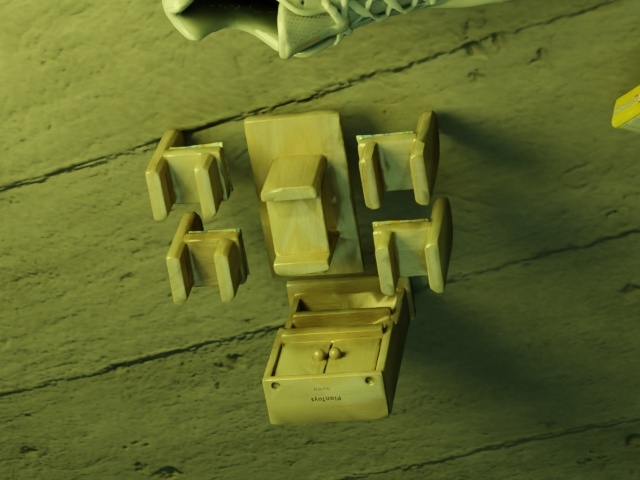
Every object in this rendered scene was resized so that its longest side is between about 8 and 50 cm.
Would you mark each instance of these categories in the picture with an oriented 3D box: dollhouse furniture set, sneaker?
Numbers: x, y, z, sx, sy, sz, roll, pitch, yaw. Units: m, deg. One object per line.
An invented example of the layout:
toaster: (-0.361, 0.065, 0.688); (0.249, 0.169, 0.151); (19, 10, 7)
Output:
dollhouse furniture set: (0.000, 0.000, 1.547); (0.212, 0.161, 0.242); (-4, 118, 11)
sneaker: (0.017, -0.168, 1.312); (0.262, 0.121, 0.099); (1, 142, 5)

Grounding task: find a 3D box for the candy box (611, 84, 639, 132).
candy box: (0.327, -0.081, 1.421); (0.206, 0.027, 0.105); (12, 168, -8)
